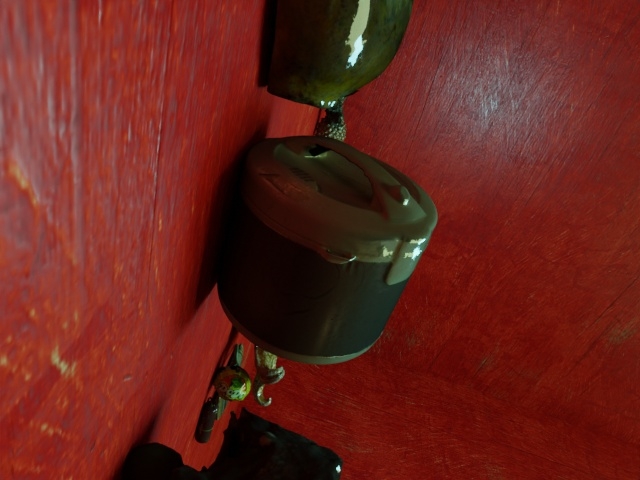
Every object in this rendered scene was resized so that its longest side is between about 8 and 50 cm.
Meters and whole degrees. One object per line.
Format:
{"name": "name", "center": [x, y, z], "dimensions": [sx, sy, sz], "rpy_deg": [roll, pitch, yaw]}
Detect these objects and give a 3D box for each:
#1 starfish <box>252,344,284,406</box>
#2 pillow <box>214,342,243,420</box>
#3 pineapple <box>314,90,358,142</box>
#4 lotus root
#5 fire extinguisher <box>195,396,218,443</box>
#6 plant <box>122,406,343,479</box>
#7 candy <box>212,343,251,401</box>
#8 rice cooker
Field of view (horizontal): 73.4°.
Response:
{"name": "starfish", "center": [-0.149, 0.284, 1.164], "dimensions": [0.303, 0.113, 0.311], "rpy_deg": [81, -1, -77]}
{"name": "pillow", "center": [-0.271, 0.411, 1.270], "dimensions": [0.203, 0.038, 0.113], "rpy_deg": [-74, 180, -56]}
{"name": "pineapple", "center": [0.054, -0.442, 1.473], "dimensions": [0.130, 0.119, 0.277], "rpy_deg": [-50, 169, -28]}
{"name": "lotus root", "center": [0.034, -0.282, 0.508], "dimensions": [0.267, 0.149, 0.260], "rpy_deg": [-61, 170, -78]}
{"name": "fire extinguisher", "center": [-0.272, 0.431, 1.043], "dimensions": [0.056, 0.039, 0.132], "rpy_deg": [46, -56, 51]}
{"name": "plant", "center": [-0.113, 0.336, 0.542], "dimensions": [0.188, 0.276, 0.198], "rpy_deg": [-90, -171, -74]}
{"name": "candy", "center": [-0.234, 0.332, 1.148], "dimensions": [0.083, 0.091, 0.305], "rpy_deg": [-51, -167, 0]}
{"name": "rice cooker", "center": [0.002, -0.002, 0.618], "dimensions": [0.288, 0.289, 0.277], "rpy_deg": [-73, -179, -61]}
